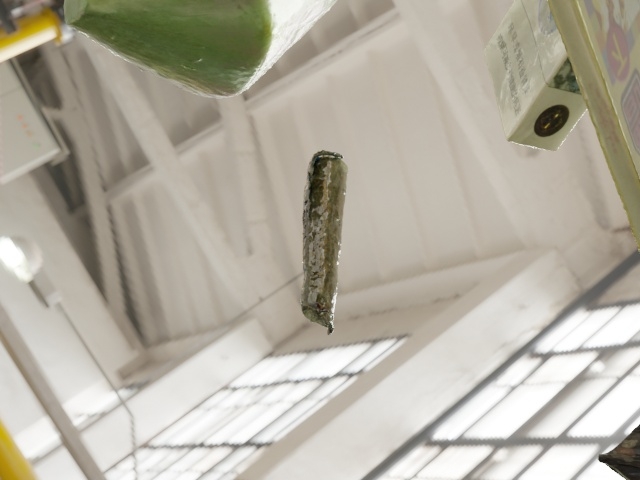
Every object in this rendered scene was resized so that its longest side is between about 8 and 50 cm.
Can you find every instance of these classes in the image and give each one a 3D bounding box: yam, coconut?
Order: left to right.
[{"bbox_3d":[-0.086,-0.209,0.755,0.204,0.236,0.236,49,-31,-4],"label":"coconut"},{"bbox_3d":[0.000,0.000,0.708,0.027,0.129,0.033,-11,-39,21],"label":"yam"}]

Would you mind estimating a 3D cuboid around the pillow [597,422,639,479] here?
[{"bbox_3d":[0.328,0.184,0.986,0.090,0.150,0.048,33,-36,32],"label":"pillow"}]

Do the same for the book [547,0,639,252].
[{"bbox_3d":[0.137,-0.103,0.463,0.013,0.168,0.192,-7,-58,36],"label":"book"}]

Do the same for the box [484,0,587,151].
[{"bbox_3d":[0.281,-0.247,1.226,0.256,0.069,0.164,119,-26,-45],"label":"box"}]
